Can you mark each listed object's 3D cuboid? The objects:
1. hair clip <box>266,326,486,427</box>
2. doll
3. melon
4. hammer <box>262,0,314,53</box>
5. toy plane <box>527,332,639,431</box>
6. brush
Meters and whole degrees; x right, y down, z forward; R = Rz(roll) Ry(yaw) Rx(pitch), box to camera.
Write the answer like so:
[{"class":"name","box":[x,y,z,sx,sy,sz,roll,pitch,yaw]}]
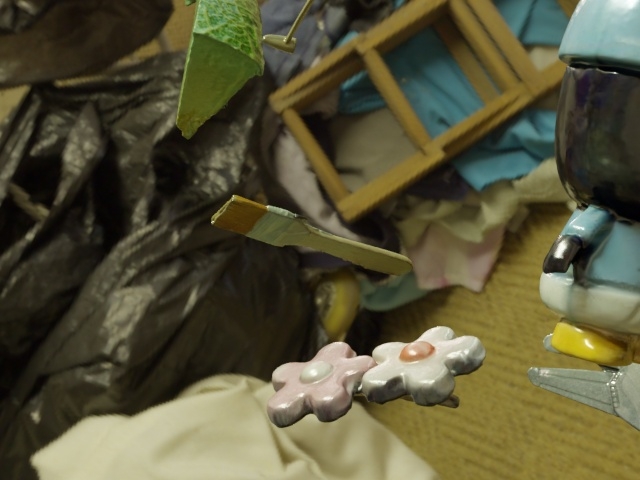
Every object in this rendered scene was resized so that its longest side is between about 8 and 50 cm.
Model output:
[{"class":"hair clip","box":[0.060,0.155,1.049,0.257,0.075,0.146,-6,29,15]},{"class":"doll","box":[0.233,-0.069,0.640,0.141,0.177,0.313,18,101,49]},{"class":"melon","box":[-0.085,-0.157,0.711,0.261,0.053,0.114,-107,34,-60]},{"class":"hammer","box":[-0.046,-0.375,1.570,0.195,0.060,0.028,137,145,-64]},{"class":"toy plane","box":[0.378,0.178,1.015,0.212,0.088,0.267,-38,78,14]},{"class":"brush","box":[0.000,0.000,1.425,0.085,0.337,0.020,-44,38,42]}]
